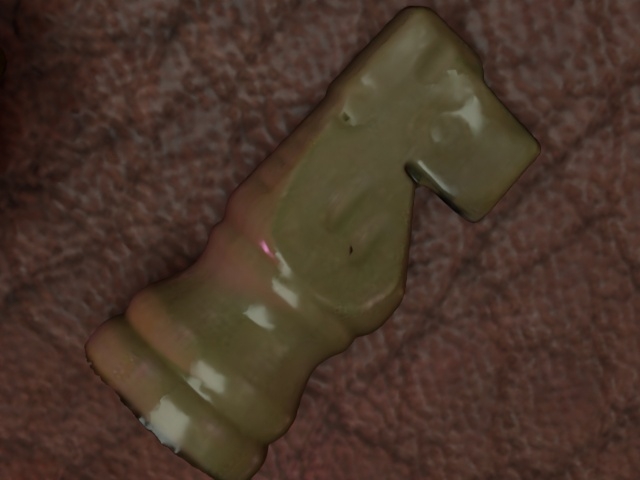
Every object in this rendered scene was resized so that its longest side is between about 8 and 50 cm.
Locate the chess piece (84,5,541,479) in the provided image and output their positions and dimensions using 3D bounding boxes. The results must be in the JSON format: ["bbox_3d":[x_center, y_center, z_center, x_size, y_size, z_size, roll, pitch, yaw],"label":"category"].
[{"bbox_3d":[0.000,0.000,0.576,0.090,0.090,0.200,42,89,-6],"label":"chess piece"}]

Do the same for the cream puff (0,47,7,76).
[{"bbox_3d":[-0.208,-0.043,0.521,0.195,0.221,0.194,5,81,-30],"label":"cream puff"}]
